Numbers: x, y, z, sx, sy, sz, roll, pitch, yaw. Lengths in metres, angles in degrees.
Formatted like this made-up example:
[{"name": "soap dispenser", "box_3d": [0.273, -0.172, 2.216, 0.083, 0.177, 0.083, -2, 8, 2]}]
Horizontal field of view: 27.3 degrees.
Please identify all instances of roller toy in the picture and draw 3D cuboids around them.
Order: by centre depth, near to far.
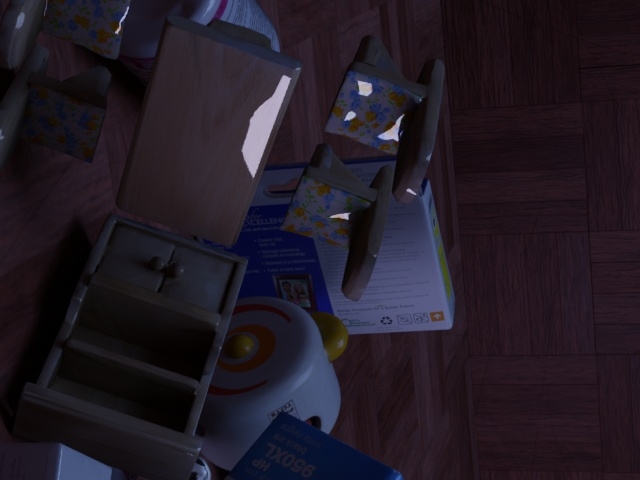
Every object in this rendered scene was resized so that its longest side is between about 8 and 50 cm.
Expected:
[{"name": "roller toy", "box_3d": [-0.078, 0.168, 1.578, 0.146, 0.209, 0.191, 72, 29, -41]}]

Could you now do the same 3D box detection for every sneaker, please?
[{"name": "sneaker", "box_3d": [-0.152, 0.303, 1.603, 0.037, 0.031, 0.083, -40, 126, -70]}]

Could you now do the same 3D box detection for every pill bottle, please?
[{"name": "pill bottle", "box_3d": [-0.139, -0.227, 1.484, 0.283, 0.160, 0.160, 45, 45, -66]}]

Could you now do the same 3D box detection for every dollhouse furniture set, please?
[{"name": "dollhouse furniture set", "box_3d": [-0.132, -0.007, 1.182, 0.256, 0.362, 0.394, -77, -173, -46]}]

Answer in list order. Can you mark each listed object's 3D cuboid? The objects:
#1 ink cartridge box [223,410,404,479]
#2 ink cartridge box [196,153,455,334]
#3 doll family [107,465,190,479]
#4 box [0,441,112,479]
[{"name": "ink cartridge box", "box_3d": [-0.066, 0.418, 1.308, 0.395, 0.166, 0.285, -48, 141, -25]}, {"name": "ink cartridge box", "box_3d": [0.000, 0.000, 1.677, 0.072, 0.303, 0.307, -78, 160, -47]}, {"name": "doll family", "box_3d": [-0.169, 0.337, 1.387, 0.163, 0.118, 0.263, -72, 154, -49]}, {"name": "box", "box_3d": [-0.260, 0.226, 1.002, 0.091, 0.170, 0.130, 50, 41, -62]}]
